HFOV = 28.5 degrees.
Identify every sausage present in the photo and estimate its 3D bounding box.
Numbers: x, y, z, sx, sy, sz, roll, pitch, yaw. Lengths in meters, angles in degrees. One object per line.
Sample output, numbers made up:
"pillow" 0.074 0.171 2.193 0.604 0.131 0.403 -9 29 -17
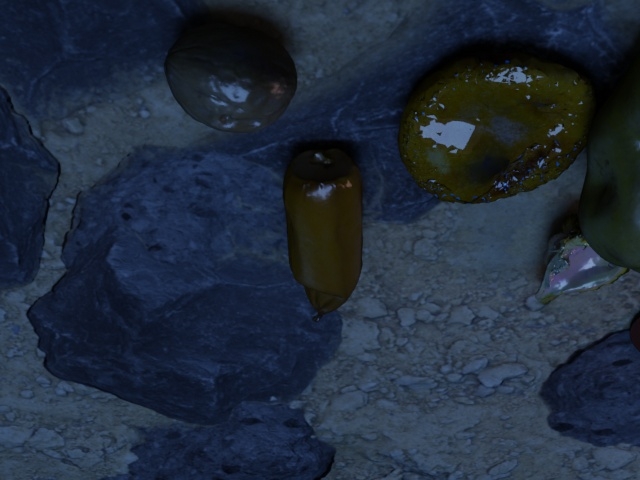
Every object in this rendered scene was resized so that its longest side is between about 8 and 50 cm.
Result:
"sausage" 0.006 0.002 1.806 0.112 0.112 0.328 1 139 3

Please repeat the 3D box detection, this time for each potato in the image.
"potato" 0.440 -0.103 1.585 0.218 0.202 0.351 -11 122 -15

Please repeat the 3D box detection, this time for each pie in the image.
"pie" 0.232 -0.146 1.649 0.273 0.069 0.273 2 138 2

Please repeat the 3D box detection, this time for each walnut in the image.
"walnut" -0.110 -0.202 1.564 0.162 0.140 0.140 -1 140 -18

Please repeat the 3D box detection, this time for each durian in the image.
"durian" 0.369 0.025 1.835 0.140 0.078 0.224 5 150 -20

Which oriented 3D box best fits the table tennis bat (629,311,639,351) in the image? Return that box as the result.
"table tennis bat" 0.583 0.164 2.013 0.130 0.019 0.220 -32 126 32
